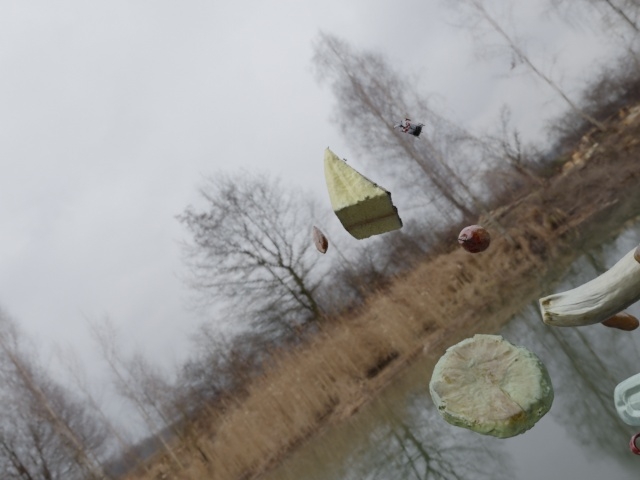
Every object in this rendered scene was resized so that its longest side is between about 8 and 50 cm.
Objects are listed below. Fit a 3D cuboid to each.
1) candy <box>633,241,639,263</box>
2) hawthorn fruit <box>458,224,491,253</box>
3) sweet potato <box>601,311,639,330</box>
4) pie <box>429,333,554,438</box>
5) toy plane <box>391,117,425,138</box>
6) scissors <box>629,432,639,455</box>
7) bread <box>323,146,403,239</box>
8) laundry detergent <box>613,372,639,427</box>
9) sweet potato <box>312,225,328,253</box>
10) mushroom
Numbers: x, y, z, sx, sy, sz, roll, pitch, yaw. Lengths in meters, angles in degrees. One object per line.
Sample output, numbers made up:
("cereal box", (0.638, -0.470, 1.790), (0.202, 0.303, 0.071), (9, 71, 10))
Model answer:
("candy", (0.614, -0.045, 1.006), (0.271, 0.101, 0.143), (-63, 17, 21))
("hawthorn fruit", (0.334, 0.000, 1.410), (0.103, 0.067, 0.067), (-15, -22, -45))
("sweet potato", (0.792, 0.211, 1.743), (0.056, 0.194, 0.057), (-163, 90, -80))
("pie", (0.401, 0.345, 1.506), (0.306, 0.071, 0.306), (-14, 32, 9))
("toy plane", (0.217, -0.282, 1.570), (0.145, 0.060, 0.037), (-115, 41, -71))
("scissors", (0.733, 0.418, 1.233), (0.247, 0.144, 0.017), (-12, -30, -17))
("bread", (0.096, -0.121, 1.463), (0.135, 0.178, 0.240), (-17, -22, 11))
("laundry detergent", (0.680, 0.283, 1.160), (0.214, 0.105, 0.280), (-29, -28, 36))
("sweet potato", (0.000, 0.000, 1.517), (0.034, 0.095, 0.034), (-10, -42, -10))
("mushroom", (0.686, 0.107, 1.491), (0.351, 0.123, 0.095), (-34, 12, 18))
